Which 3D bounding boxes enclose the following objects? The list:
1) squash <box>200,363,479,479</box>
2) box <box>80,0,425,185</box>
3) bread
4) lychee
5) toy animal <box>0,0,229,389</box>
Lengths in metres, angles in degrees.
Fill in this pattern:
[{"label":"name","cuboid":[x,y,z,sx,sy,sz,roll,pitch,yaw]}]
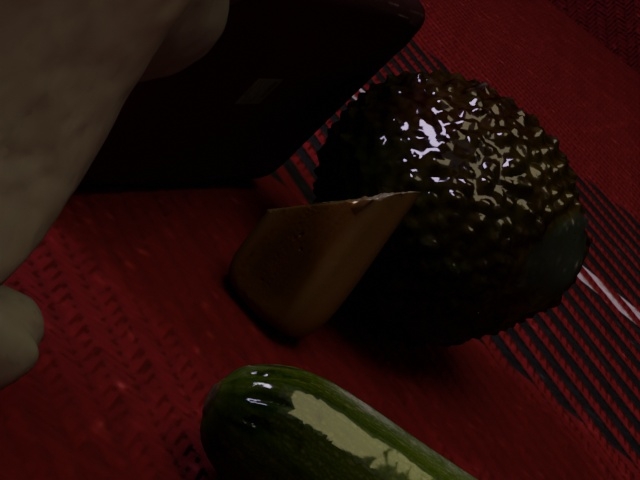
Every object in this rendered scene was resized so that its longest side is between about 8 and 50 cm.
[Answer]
[{"label":"squash","cuboid":[0.050,0.131,0.651,0.239,0.069,0.069,37,20,-8]},{"label":"box","cuboid":[-0.081,-0.140,0.834,0.167,0.193,0.294,51,23,15]},{"label":"bread","cuboid":[0.000,-0.002,0.799,0.062,0.103,0.049,40,11,22]},{"label":"lychee","cuboid":[0.067,-0.020,0.884,0.171,0.171,0.171,34,20,-15]},{"label":"toy animal","cuboid":[-0.126,-0.108,0.520,0.271,0.265,0.206,54,6,32]}]
